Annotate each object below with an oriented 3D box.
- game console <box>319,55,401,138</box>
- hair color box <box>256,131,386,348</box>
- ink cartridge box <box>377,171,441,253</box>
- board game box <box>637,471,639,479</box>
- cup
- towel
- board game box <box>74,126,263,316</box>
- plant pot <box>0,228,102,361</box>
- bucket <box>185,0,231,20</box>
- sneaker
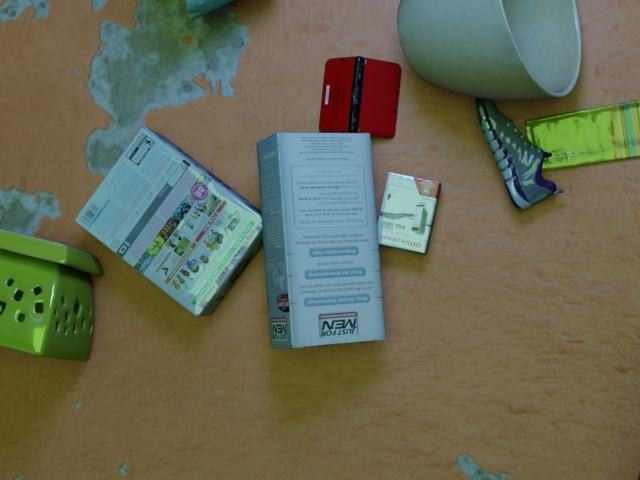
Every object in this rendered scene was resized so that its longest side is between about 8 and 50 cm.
[{"bbox_3d":[0.073,-0.267,1.873,0.124,0.085,0.144,4,87,40],"label":"game console"},{"bbox_3d":[0.000,0.000,1.782,0.185,0.113,0.374,-3,86,-25],"label":"hair color box"},{"bbox_3d":[0.160,-0.049,1.826,0.099,0.056,0.135,11,89,9],"label":"ink cartridge box"},{"bbox_3d":[0.724,0.376,1.563,0.356,0.356,0.356,15,90,10],"label":"board game box"},{"bbox_3d":[0.275,-0.382,1.721,0.237,0.331,0.331,-10,85,36],"label":"cup"},{"bbox_3d":[0.495,-0.190,1.798,0.237,0.021,0.102,-9,85,9],"label":"towel"},{"bbox_3d":[-0.270,-0.034,1.875,0.303,0.097,0.224,38,93,10],"label":"board game box"},{"bbox_3d":[-0.546,0.097,1.853,0.227,0.228,0.207,13,84,10],"label":"plant pot"},{"bbox_3d":[-0.202,-0.555,1.806,0.183,0.281,0.281,-23,84,-2],"label":"bucket"},{"bbox_3d":[0.355,-0.170,1.790,0.098,0.083,0.223,-23,94,11],"label":"sneaker"}]
